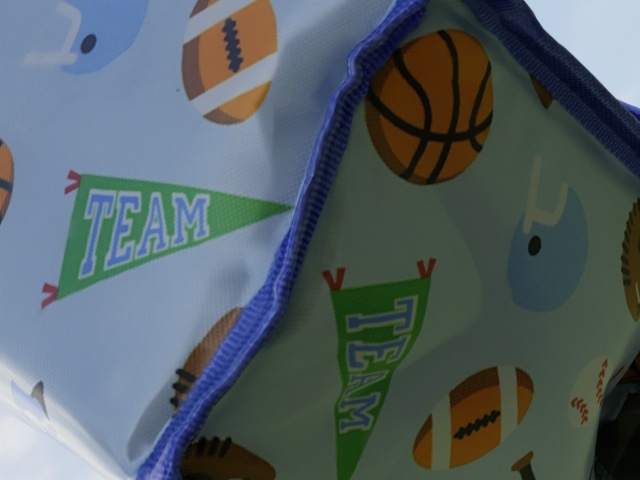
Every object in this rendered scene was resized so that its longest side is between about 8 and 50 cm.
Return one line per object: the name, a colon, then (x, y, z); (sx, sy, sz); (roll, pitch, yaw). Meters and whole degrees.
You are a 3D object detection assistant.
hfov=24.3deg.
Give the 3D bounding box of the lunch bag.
lunch bag: (0.000, 0.000, 0.663); (0.385, 0.328, 0.239); (32, -93, -48)
